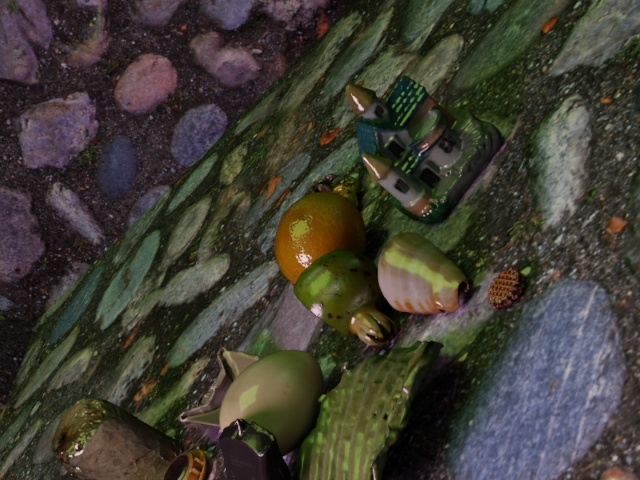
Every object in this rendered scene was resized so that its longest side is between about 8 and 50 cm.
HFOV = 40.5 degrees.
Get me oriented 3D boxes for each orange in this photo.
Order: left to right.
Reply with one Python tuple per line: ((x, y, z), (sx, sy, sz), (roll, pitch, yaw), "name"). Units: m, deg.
((0.000, 0.000, 2.048), (0.236, 0.236, 0.236), (-40, 27, 25), "orange")

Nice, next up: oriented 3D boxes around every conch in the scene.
((0.189, 0.060, 1.734), (0.158, 0.127, 0.255), (-57, 25, -11), "conch")

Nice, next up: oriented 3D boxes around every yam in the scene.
((-0.502, 0.520, 2.140), (0.195, 0.300, 0.195), (-30, 40, 29), "yam")

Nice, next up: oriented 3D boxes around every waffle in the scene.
((0.019, -0.062, 2.283), (0.262, 0.060, 0.280), (-56, 21, -3), "waffle")
((0.332, 0.087, 1.564), (0.083, 0.029, 0.075), (-38, 25, 36), "waffle")

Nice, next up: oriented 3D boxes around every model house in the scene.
((0.185, -0.233, 1.905), (0.267, 0.325, 0.194), (-52, 22, 0), "model house")

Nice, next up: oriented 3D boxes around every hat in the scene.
((-0.210, 0.385, 2.079), (0.244, 0.149, 0.214), (17, 58, 26), "hat")

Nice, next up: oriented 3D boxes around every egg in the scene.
((-0.096, 0.335, 1.786), (0.254, 0.188, 0.188), (-53, 23, -18), "egg")

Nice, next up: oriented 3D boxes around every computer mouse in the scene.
((-0.114, 0.453, 1.667), (0.147, 0.264, 0.088), (4, 22, 43), "computer mouse")

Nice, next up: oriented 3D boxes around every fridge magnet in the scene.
((-0.318, 0.554, 2.033), (0.143, 0.063, 0.143), (-37, 31, 26), "fridge magnet")

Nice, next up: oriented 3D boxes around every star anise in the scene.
((-0.010, -0.131, 2.332), (0.141, 0.042, 0.141), (-46, 14, 15), "star anise")

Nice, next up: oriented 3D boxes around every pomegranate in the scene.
((0.060, 0.109, 1.816), (0.159, 0.190, 0.241), (-52, 24, 6), "pomegranate")

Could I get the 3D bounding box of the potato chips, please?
((0.087, 0.338, 1.574), (0.389, 0.097, 0.373), (-62, 16, -16), "potato chips")
